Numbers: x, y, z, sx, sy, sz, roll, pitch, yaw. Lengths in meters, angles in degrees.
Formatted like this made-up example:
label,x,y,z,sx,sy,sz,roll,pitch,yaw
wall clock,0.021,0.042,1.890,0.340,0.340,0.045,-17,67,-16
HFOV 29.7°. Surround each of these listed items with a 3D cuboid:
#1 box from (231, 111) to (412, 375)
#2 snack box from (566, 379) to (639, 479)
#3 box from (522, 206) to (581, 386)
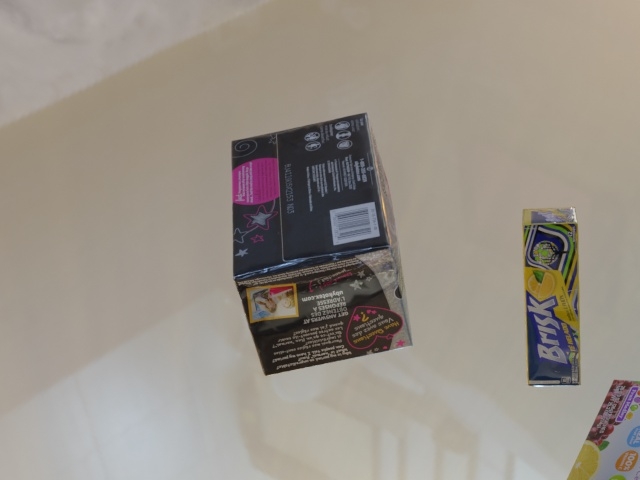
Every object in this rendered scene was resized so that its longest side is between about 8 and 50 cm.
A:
label,x,y,z,sx,sy,sz,roll,pitch,yaw
box,0.000,0.000,1.271,0.163,0.247,0.142,-11,-52,4
snack box,0.354,0.248,1.264,0.070,0.174,0.207,48,-120,-28
box,0.227,0.056,1.186,0.059,0.054,0.169,-62,-32,-70
